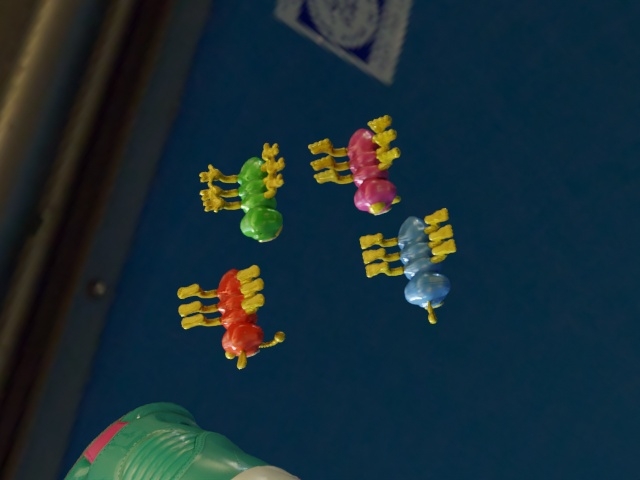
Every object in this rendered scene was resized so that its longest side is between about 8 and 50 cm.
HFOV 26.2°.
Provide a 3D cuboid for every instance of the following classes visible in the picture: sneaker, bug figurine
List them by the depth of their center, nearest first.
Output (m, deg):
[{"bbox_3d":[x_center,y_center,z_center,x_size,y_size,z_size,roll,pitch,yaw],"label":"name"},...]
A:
[{"bbox_3d":[-0.077,0.202,0.812,0.178,0.295,0.124,29,-126,33],"label":"sneaker"},{"bbox_3d":[0.000,0.000,1.305,0.279,0.072,0.216,-15,-112,20],"label":"bug figurine"}]
